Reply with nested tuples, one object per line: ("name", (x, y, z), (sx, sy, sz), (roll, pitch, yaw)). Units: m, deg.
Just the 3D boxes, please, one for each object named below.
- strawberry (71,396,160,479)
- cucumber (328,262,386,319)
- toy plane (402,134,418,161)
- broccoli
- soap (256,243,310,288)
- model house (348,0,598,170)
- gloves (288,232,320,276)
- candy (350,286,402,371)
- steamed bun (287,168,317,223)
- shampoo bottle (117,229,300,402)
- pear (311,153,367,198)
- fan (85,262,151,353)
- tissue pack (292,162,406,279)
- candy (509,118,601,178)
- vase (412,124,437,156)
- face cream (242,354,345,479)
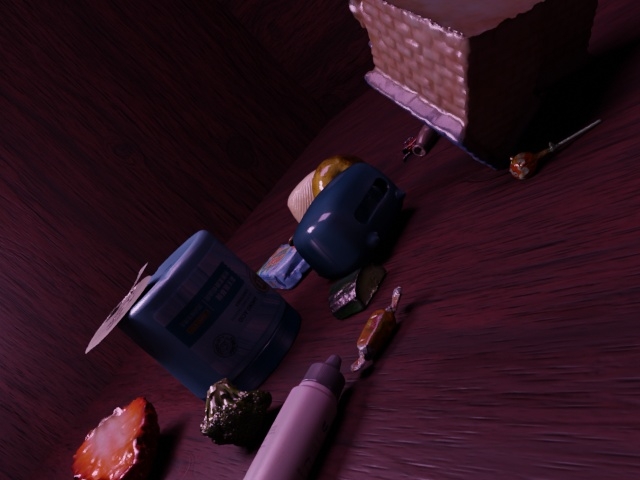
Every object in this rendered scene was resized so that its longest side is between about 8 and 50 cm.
("strawberry", (-0.509, 0.571, 1.637), (0.265, 0.149, 0.336), (-42, 22, -14))
("cucumber", (0.075, 0.107, 1.381), (0.115, 0.062, 0.116), (-37, 14, 47))
("toy plane", (0.305, -0.311, 1.959), (0.145, 0.037, 0.060), (-42, 18, 20))
("broccoli", (-0.181, 0.356, 1.275), (0.145, 0.138, 0.162), (-9, -29, -46))
("soap", (-0.113, 0.081, 1.980), (0.156, 0.077, 0.293), (-50, 14, -17))
("model house", (0.338, -0.406, 1.352), (0.445, 0.400, 0.395), (-33, 46, -19))
("gloves", (0.010, -0.013, 1.736), (0.141, 0.154, 0.331), (-45, 6, 10))
("candy", (0.107, 0.167, 1.140), (0.182, 0.046, 0.053), (-57, 20, -22))
("steamed bun", (0.012, -0.151, 2.124), (0.238, 0.170, 0.152), (-40, -5, 24))
("shampoo bottle", (-0.284, 0.198, 1.586), (0.331, 0.342, 0.331), (-43, 13, 13))
("pear", (0.072, -0.168, 1.926), (0.197, 0.197, 0.197), (-43, 14, 13))
("fan", (-0.492, 0.144, 1.603), (0.233, 0.012, 0.415), (-42, 17, 14))
("tissue pack", (0.080, -0.057, 1.542), (0.206, 0.198, 0.287), (-33, 16, 48))
("candy", (0.441, -0.176, 1.172), (0.184, 0.049, 0.056), (-32, 48, 25))
("vase", (0.314, -0.301, 1.869), (0.053, 0.053, 0.101), (-26, 28, 55))
("face cream", (-0.033, 0.312, 1.035), (0.092, 0.092, 0.311), (-32, 20, 45))
